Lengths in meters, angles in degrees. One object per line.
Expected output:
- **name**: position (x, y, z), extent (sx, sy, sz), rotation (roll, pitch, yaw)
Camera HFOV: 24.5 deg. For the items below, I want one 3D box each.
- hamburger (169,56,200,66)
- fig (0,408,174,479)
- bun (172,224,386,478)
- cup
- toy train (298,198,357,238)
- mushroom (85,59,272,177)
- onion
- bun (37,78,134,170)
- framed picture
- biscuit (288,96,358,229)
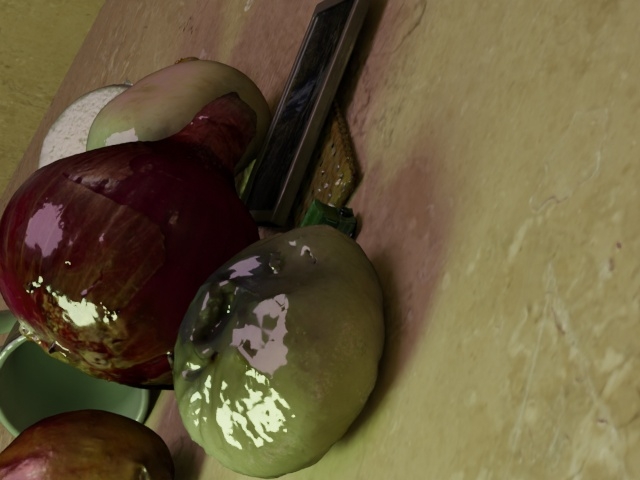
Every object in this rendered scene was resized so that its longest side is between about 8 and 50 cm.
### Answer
- **hamburger**: position (-0.212, -0.173, 2.224), extent (0.210, 0.116, 0.173), rotation (-63, -14, 15)
- **fig**: position (-0.298, 0.324, 1.861), extent (0.263, 0.224, 0.224), rotation (-42, 25, 7)
- **bun**: position (-0.049, 0.111, 1.490), extent (0.273, 0.168, 0.273), rotation (-42, 34, 37)
- **cup**: position (-0.392, 0.156, 2.176), extent (0.257, 0.301, 0.227), rotation (-93, 10, -64)
- **toy train**: position (0.000, 0.000, 1.626), extent (0.093, 0.056, 0.038), rotation (-61, 23, 24)
- **mushroom**: position (-0.184, -0.114, 2.031), extent (0.260, 0.234, 0.254), rotation (-19, 27, 2)
- **onion**: position (-0.189, -0.009, 1.756), extent (0.385, 0.347, 0.348), rotation (-59, 18, -11)
- **bun**: position (-0.317, -0.113, 2.438), extent (0.263, 0.175, 0.263), rotation (-9, 68, 24)
- **framed picture**: position (-0.025, -0.169, 1.884), extent (0.240, 0.020, 0.324), rotation (-171, 102, -75)
- **biscuit**: position (-0.001, -0.071, 1.761), extent (0.144, 0.016, 0.203), rotation (-61, 21, 23)
